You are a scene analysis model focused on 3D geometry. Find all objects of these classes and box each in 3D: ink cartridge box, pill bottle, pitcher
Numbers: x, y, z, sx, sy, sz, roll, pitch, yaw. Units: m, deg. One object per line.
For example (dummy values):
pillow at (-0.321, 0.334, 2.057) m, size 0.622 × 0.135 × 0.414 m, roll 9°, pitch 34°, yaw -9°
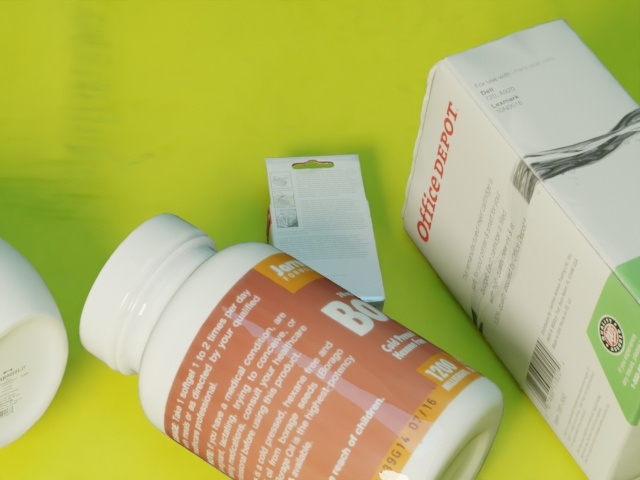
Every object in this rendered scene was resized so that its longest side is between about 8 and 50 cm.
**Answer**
ink cartridge box at (0.147, 0.006, 1.085) m, size 0.093 × 0.160 × 0.219 m, roll -21°, pitch 58°, yaw -22°
ink cartridge box at (0.000, 0.000, 1.158) m, size 0.063 × 0.029 × 0.115 m, roll -2°, pitch 52°, yaw -7°
pill bottle at (-0.019, 0.076, 1.037) m, size 0.216 × 0.121 × 0.121 m, roll 32°, pitch 56°, yaw 17°
pitcher at (-0.225, 0.023, 1.069) m, size 0.207 × 0.125 × 0.178 m, roll 28°, pitch 38°, yaw 29°
